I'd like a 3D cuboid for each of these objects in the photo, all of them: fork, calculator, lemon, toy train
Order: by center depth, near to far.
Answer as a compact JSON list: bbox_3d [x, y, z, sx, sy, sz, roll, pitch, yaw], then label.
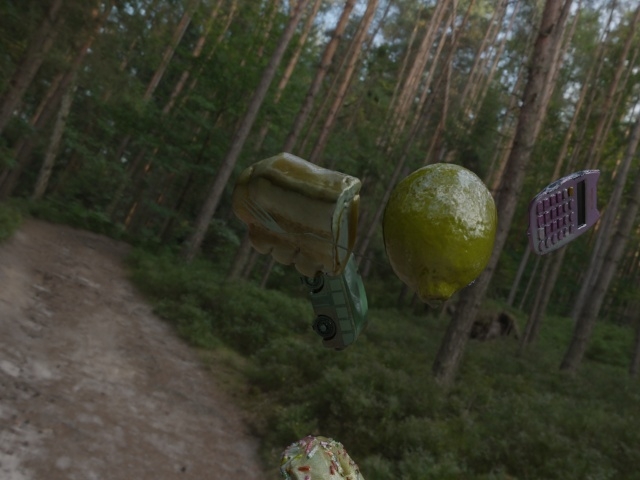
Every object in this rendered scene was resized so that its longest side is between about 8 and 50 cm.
[{"bbox_3d":[-0.001,0.002,0.756,0.235,0.021,0.039,26,-12,-28],"label":"fork"},{"bbox_3d":[0.183,-0.013,0.929,0.184,0.248,0.184,14,-32,9],"label":"lemon"},{"bbox_3d":[0.656,-0.077,1.619,0.043,0.294,0.194,28,-44,53],"label":"calculator"},{"bbox_3d":[0.048,0.170,1.758,0.159,0.326,0.129,-9,10,28],"label":"toy train"}]

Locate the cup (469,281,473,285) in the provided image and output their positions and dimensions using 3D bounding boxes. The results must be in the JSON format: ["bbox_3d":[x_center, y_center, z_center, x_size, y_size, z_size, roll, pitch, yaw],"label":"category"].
[{"bbox_3d":[0.311,-0.033,1.578,0.203,0.203,0.288,17,-46,40],"label":"cup"}]

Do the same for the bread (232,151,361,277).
[{"bbox_3d":[-0.057,-0.083,1.543,0.341,0.210,0.300,19,-48,22],"label":"bread"}]

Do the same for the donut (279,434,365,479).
[{"bbox_3d":[0.022,0.316,0.739,0.174,0.068,0.174,53,-2,2],"label":"donut"}]
